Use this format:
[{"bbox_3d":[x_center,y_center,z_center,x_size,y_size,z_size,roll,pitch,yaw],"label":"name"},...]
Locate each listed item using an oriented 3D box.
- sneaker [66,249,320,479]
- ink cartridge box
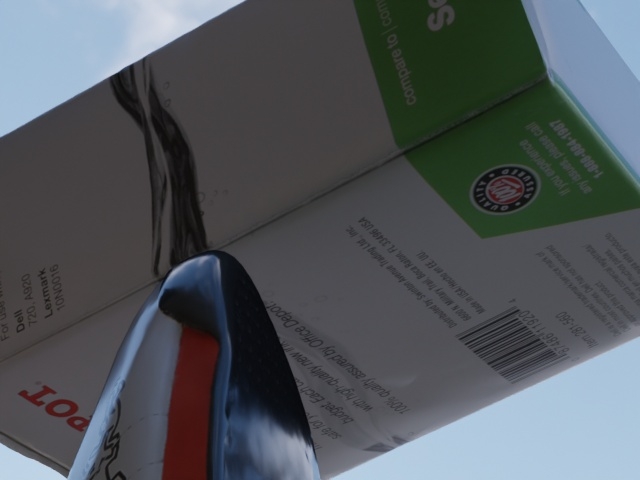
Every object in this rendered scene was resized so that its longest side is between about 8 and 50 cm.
[{"bbox_3d":[-0.074,0.127,0.443,0.145,0.270,0.090,-12,-36,14],"label":"sneaker"},{"bbox_3d":[0.000,0.000,0.656,0.219,0.092,0.160,-26,-36,17],"label":"ink cartridge box"}]
